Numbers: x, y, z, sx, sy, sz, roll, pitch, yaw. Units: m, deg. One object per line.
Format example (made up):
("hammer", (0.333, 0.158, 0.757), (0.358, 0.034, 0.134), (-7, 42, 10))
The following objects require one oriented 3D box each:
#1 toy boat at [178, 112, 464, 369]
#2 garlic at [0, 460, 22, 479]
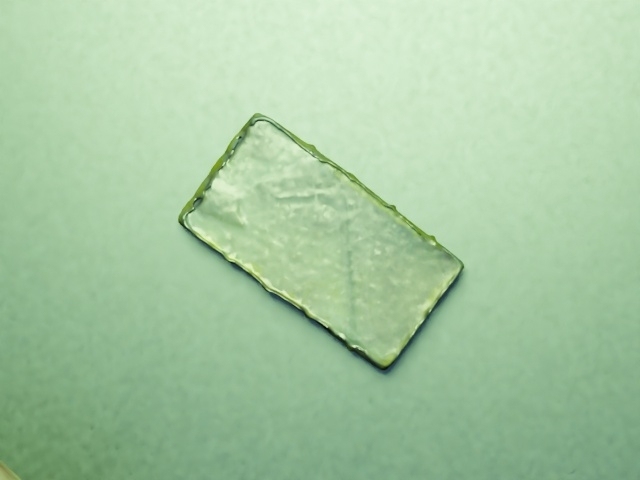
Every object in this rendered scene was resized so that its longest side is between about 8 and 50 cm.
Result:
("toy boat", (0.000, 0.000, 0.762), (0.115, 0.016, 0.063), (37, 91, 3))
("garlic", (-0.197, 0.119, 0.694), (0.245, 0.245, 0.253), (3, 57, 3))
